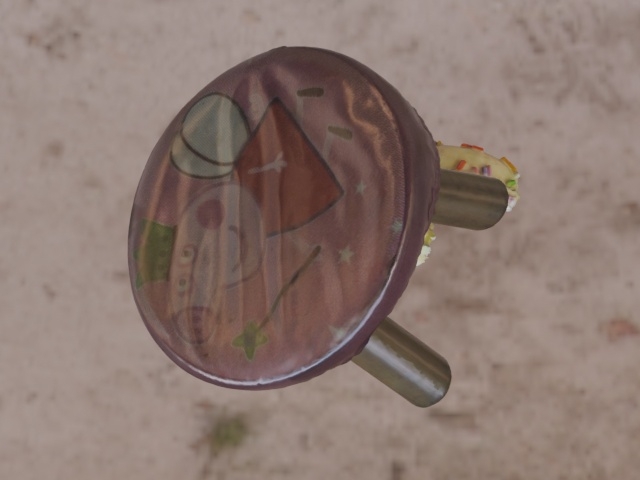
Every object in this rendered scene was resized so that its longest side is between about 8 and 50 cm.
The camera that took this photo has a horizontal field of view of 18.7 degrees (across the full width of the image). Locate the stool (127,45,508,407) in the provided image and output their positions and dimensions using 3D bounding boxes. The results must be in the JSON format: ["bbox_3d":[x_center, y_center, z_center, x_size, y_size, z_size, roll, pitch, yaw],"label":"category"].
[{"bbox_3d":[0.000,0.000,1.523,0.272,0.272,0.178,-26,150,26],"label":"stool"}]

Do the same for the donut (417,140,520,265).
[{"bbox_3d":[0.086,-0.040,1.705,0.108,0.065,0.166,24,149,-27],"label":"donut"}]
